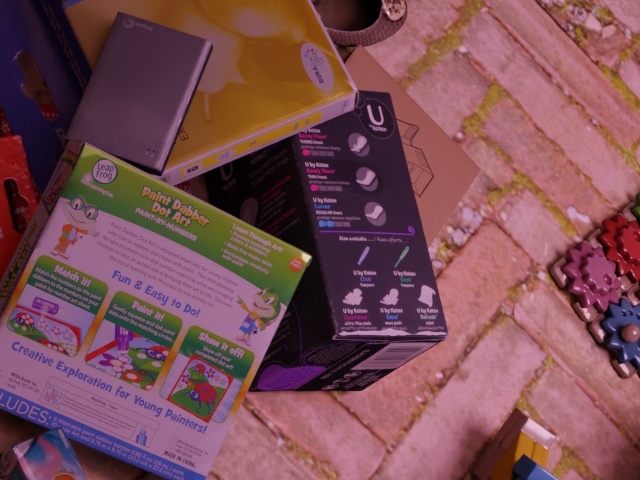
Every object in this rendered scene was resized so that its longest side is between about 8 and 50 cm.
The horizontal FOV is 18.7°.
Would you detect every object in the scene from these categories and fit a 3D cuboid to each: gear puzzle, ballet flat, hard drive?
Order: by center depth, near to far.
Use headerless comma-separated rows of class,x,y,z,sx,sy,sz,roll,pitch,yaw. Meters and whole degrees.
hard drive,-0.166,-0.135,1.781,0.094,0.022,0.135,18,73,7
ballet flat,0.006,-0.260,2.136,0.250,0.058,0.084,-4,71,-38
gear puzzle,0.418,0.025,2.314,0.339,0.044,0.175,-34,90,-43

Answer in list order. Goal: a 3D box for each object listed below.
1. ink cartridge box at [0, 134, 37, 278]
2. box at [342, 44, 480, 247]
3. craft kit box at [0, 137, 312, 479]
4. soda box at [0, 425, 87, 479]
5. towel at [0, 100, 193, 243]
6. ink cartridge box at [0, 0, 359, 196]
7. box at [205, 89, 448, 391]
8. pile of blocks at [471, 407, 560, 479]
ink cartridge box,-0.335,-0.031,1.754,0.179,0.045,0.145,-7,73,-27
box,0.072,-0.096,2.129,0.201,0.021,0.164,45,49,-11
craft kit box,-0.168,0.070,1.758,0.250,0.061,0.246,27,89,-24
soda box,-0.223,0.260,1.693,0.058,0.063,0.183,-21,82,-42
towel,-0.203,-0.002,1.866,0.199,0.031,0.275,3,65,-34
ink cartridge box,-0.166,-0.201,1.849,0.307,0.072,0.303,-23,74,-13
box,0.000,0.000,1.926,0.143,0.165,0.270,2,67,-35
pile of blocks,0.207,0.330,1.928,0.112,0.149,0.362,36,50,-18
